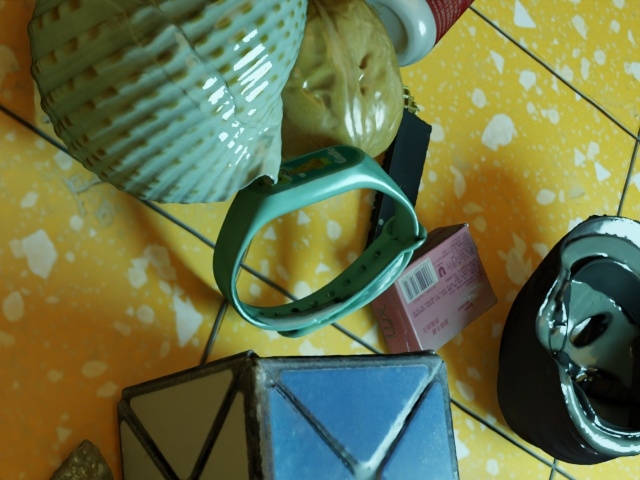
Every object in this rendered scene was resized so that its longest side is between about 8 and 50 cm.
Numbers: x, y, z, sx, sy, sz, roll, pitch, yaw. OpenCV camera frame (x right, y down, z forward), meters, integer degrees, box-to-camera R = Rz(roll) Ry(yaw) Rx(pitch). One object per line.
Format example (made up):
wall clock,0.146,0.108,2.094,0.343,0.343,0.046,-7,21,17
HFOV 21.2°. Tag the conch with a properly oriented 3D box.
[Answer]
conch,-0.150,-0.206,1.701,0.303,0.215,0.319,-23,75,-2

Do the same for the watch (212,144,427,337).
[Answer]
watch,0.000,0.000,1.835,0.237,0.068,0.195,-22,123,-18

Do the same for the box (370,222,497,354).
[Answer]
box,0.129,0.060,1.987,0.156,0.060,0.111,-32,105,-37

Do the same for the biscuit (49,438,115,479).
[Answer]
biscuit,-0.258,0.318,1.637,0.133,0.032,0.250,51,52,-16

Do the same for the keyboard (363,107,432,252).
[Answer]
keyboard,0.091,-0.060,2.018,0.060,0.018,0.195,28,66,-36

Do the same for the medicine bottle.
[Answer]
medicine bottle,0.130,-0.324,2.062,0.131,0.131,0.250,50,53,-15

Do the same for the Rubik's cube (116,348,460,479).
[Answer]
Rubik's cube,-0.030,0.249,1.693,0.259,0.255,0.260,5,75,-38

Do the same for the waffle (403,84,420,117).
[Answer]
waffle,0.083,-0.159,2.051,0.085,0.016,0.078,-26,92,-40

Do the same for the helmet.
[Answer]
helmet,0.315,0.133,2.041,0.225,0.177,0.305,28,55,-19

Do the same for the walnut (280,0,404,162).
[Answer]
walnut,-0.007,-0.180,1.887,0.193,0.193,0.225,-34,104,-39
